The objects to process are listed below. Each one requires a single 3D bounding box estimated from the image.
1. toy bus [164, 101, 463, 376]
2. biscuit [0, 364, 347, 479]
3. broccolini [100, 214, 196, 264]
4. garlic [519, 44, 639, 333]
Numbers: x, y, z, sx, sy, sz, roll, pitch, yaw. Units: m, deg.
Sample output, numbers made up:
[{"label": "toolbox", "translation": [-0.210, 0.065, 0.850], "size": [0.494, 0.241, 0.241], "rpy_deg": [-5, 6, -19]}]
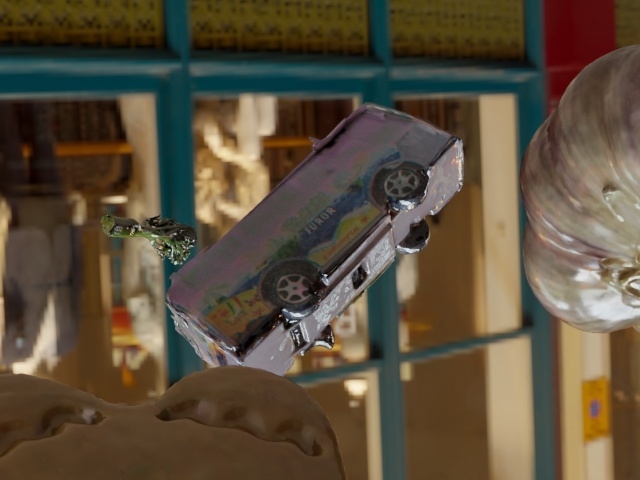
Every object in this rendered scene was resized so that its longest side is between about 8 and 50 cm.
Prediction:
[{"label": "toy bus", "translation": [0.000, 0.000, 1.270], "size": [0.138, 0.317, 0.112], "rpy_deg": [35, 156, 25]}, {"label": "biscuit", "translation": [-0.046, 0.168, 0.469], "size": [0.275, 0.052, 0.355], "rpy_deg": [2, -145, -17]}, {"label": "broccolini", "translation": [-0.129, -0.001, 0.969], "size": [0.030, 0.035, 0.140], "rpy_deg": [21, -176, 16]}, {"label": "garlic", "translation": [0.230, -0.029, 0.728], "size": [0.245, 0.245, 0.160], "rpy_deg": [-2, -136, 17]}]
